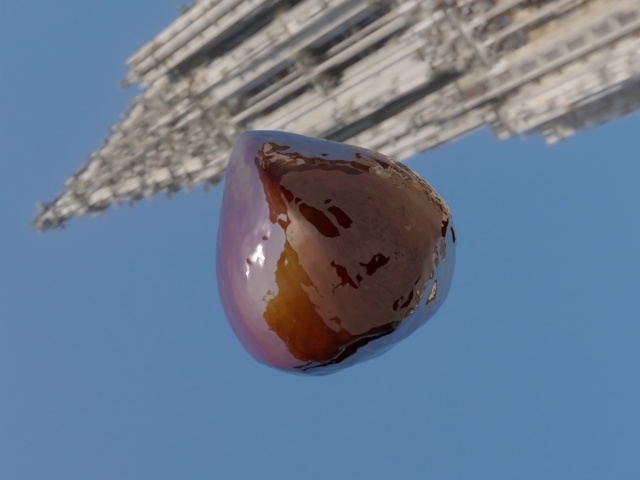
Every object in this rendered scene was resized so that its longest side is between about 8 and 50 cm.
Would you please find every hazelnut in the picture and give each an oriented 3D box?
[{"bbox_3d":[0.000,0.000,1.166,0.208,0.208,0.208,8,-106,-30],"label":"hazelnut"}]
